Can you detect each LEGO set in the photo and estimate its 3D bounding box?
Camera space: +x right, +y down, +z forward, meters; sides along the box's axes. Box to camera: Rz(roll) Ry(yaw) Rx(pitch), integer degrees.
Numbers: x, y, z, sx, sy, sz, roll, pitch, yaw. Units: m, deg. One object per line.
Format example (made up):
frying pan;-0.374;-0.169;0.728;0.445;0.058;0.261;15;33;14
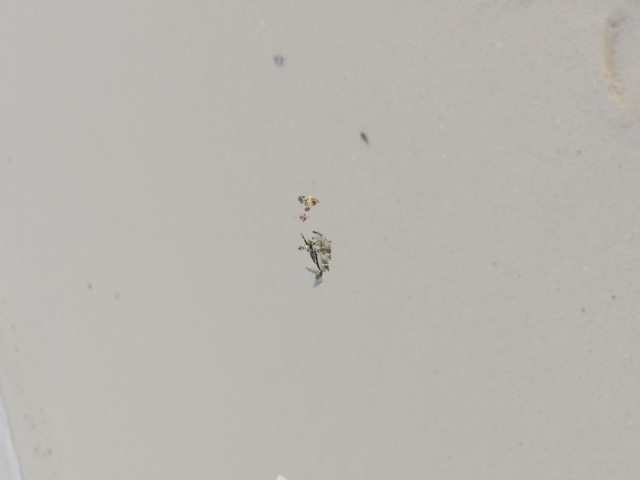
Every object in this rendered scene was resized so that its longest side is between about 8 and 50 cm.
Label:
LEGO set;-0.001;-0.001;0.722;0.023;0.054;0.083;-8;102;22

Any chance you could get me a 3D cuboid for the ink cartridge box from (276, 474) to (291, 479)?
ink cartridge box;-0.074;0.620;1.458;0.308;0.091;0.385;-62;9;-11
